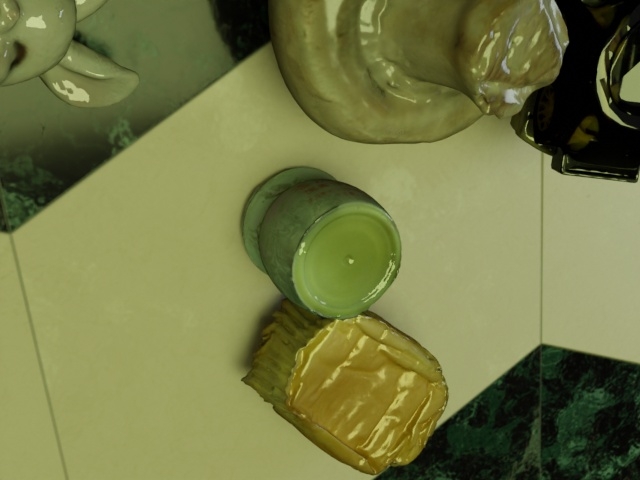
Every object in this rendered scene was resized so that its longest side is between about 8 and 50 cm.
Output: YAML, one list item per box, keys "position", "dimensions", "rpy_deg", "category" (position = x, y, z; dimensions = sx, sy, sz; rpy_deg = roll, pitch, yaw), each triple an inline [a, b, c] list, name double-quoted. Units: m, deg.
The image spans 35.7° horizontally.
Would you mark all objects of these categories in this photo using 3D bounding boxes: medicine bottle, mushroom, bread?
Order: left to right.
- position: [0.000, 0.000, 1.125]
  dimensions: [0.147, 0.143, 0.147]
  rpy_deg: [-10, 115, -23]
  category: "medicine bottle"
- position: [0.033, 0.170, 1.214]
  dimensions: [0.250, 0.133, 0.179]
  rpy_deg: [34, 94, -31]
  category: "bread"
- position: [0.102, -0.224, 0.993]
  dimensions: [0.297, 0.290, 0.297]
  rpy_deg: [-9, 113, -21]
  category: "mushroom"

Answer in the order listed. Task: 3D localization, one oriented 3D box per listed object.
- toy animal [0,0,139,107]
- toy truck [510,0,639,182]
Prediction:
- position: [-0.315, -0.232, 0.895]
  dimensions: [0.325, 0.154, 0.208]
  rpy_deg: [3, 89, -46]
  category: "toy animal"
- position: [0.325, -0.276, 1.102]
  dimensions: [0.180, 0.254, 0.405]
  rpy_deg: [5, 101, -9]
  category: "toy truck"
